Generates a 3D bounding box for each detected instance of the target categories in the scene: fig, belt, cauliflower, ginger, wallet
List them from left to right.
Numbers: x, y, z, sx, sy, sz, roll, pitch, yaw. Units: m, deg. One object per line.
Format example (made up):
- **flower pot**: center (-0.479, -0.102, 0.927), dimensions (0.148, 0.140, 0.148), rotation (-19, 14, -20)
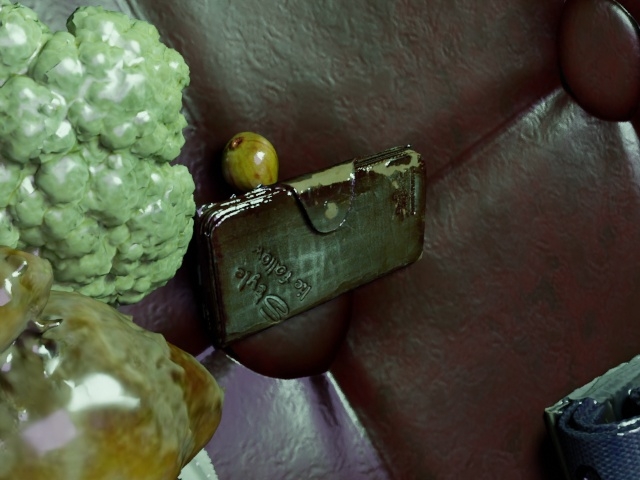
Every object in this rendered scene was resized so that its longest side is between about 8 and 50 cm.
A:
- **cauliflower**: center (-0.218, -0.070, 0.671), dimensions (0.272, 0.275, 0.250), rotation (-3, 44, -20)
- **ginger**: center (-0.170, 0.154, 0.622), dimensions (0.256, 0.176, 0.375), rotation (-9, 129, -18)
- **fig**: center (-0.050, -0.051, 0.862), dimensions (0.050, 0.050, 0.083), rotation (-54, 125, -27)
- **wallet**: center (0.000, 0.000, 0.874), dimensions (0.232, 0.031, 0.122), rotation (-20, 120, -32)
- **belt**: center (0.336, 0.197, 1.038), dimensions (0.230, 0.139, 0.126), rotation (-24, 103, -35)

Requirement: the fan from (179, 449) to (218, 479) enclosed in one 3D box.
- **fan**: center (-0.005, 0.320, 0.860), dimensions (0.233, 0.012, 0.415), rotation (-46, 109, -30)
